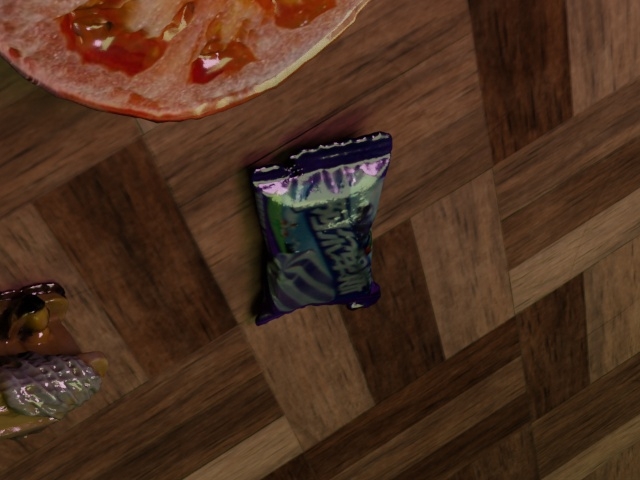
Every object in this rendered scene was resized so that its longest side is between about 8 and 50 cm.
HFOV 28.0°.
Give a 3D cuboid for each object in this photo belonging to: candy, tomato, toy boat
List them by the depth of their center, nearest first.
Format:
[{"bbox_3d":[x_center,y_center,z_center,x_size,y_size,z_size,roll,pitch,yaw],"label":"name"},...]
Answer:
[{"bbox_3d":[-0.095,-0.238,0.873,0.338,0.143,0.338,-23,147,-16],"label":"tomato"},{"bbox_3d":[-0.385,0.110,1.033,0.446,0.136,0.162,-7,131,-35],"label":"toy boat"},{"bbox_3d":[0.000,0.000,1.304,0.145,0.070,0.275,-16,143,-15],"label":"candy"}]
